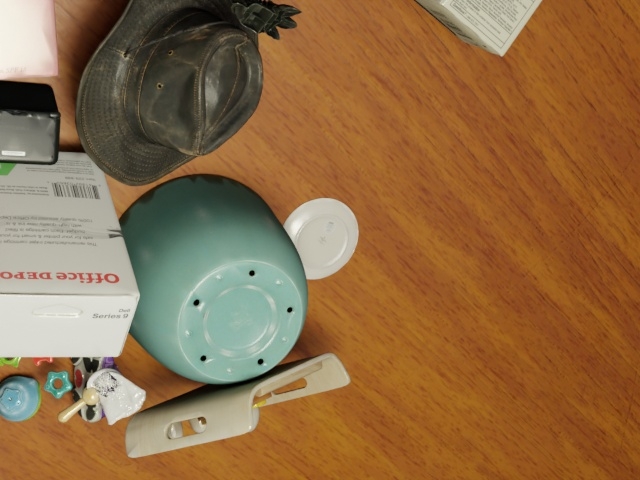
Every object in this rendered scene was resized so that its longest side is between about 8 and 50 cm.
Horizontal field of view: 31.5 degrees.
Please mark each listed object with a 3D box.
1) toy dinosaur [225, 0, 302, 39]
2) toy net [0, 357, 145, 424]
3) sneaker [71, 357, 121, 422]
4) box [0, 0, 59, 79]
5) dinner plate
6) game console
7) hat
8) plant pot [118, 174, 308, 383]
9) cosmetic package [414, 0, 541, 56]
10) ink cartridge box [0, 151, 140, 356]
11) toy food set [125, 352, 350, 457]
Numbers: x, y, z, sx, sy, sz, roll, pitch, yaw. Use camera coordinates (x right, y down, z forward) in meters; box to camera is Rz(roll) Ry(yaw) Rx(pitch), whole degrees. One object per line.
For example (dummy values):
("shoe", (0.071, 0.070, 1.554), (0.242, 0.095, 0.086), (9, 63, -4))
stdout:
("toy dinosaur", (-0.105, -0.393, 1.508), (0.322, 0.218, 0.164), (-29, 162, -24))
("toy net", (-0.370, 0.211, 1.682), (0.232, 0.045, 0.122), (2, 82, 3))
("sneaker", (-0.338, 0.191, 1.739), (0.071, 0.068, 0.169), (-14, 114, -55))
("box", (-0.421, -0.327, 1.437), (0.149, 0.127, 0.232), (-8, 114, -22))
("dinner plate", (0.000, 0.000, 1.838), (0.141, 0.017, 0.141), (-10, 113, -23))
("game console", (-0.418, -0.159, 1.529), (0.122, 0.071, 0.107), (1, 99, -25))
("hat", (-0.165, -0.205, 1.555), (0.331, 0.134, 0.331), (-34, 140, -34))
("plant pot", (-0.150, 0.074, 1.660), (0.293, 0.235, 0.292), (-8, 111, -20))
("cosmetic package", (0.284, -0.449, 1.722), (0.153, 0.129, 0.296), (34, 94, -31))
("ink cartridge box", (-0.376, 0.013, 1.491), (0.211, 0.289, 0.121), (2, 131, -26))
("toy food set", (-0.116, 0.255, 1.702), (0.306, 0.220, 0.092), (-15, 88, -62))
